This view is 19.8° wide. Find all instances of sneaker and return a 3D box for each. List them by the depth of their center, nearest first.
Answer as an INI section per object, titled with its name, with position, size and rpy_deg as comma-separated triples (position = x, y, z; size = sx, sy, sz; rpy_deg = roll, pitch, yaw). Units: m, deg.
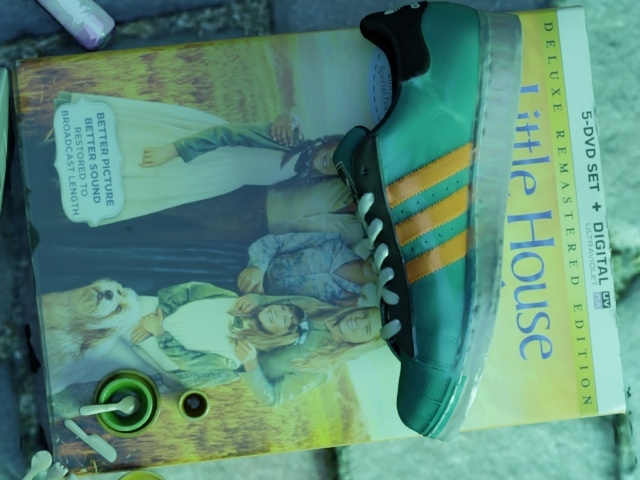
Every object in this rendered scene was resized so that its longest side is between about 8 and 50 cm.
[sneaker]
position = 0.063, -0.016, 1.268
size = 0.121, 0.108, 0.302
rpy_deg = 7, 82, -5

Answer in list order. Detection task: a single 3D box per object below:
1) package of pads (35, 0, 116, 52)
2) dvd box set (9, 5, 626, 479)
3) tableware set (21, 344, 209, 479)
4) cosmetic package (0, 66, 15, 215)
[package of pads]
position = -0.185, -0.173, 1.329
size = 0.083, 0.050, 0.032
rpy_deg = 45, 86, -4
[dvd box set]
position = 0.000, 0.000, 1.341
size = 0.420, 0.062, 0.307
rpy_deg = -5, 91, -6
[tableware set]
position = -0.139, 0.159, 1.287
size = 0.104, 0.024, 0.154
rpy_deg = 41, 87, -6
[cosmetic package]
position = -0.340, -0.060, 1.269
size = 0.238, 0.107, 0.127
rpy_deg = 7, 61, -2
